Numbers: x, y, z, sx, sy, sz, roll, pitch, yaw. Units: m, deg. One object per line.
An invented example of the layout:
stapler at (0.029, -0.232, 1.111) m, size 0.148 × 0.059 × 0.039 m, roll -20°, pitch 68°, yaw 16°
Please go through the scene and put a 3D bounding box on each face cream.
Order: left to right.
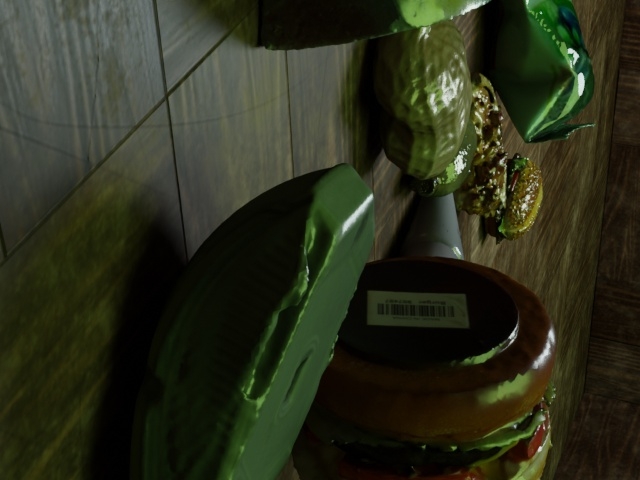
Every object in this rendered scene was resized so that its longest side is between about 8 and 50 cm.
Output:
face cream at (0.173, -0.007, 1.951) m, size 0.273 × 0.096 × 0.154 m, roll -76°, pitch 163°, yaw -51°

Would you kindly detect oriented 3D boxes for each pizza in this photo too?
pizza at (0.262, -0.143, 2.106) m, size 0.305 × 0.086 × 0.161 m, roll 79°, pitch 30°, yaw -46°

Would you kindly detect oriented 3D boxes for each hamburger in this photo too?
hamburger at (0.117, 0.183, 1.532) m, size 0.330 × 0.330 × 0.250 m, roll -49°, pitch 146°, yaw -55°
hamburger at (0.366, -0.078, 2.433) m, size 0.137 × 0.087 × 0.166 m, roll 76°, pitch 32°, yaw -51°

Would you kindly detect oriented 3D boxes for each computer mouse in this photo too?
computer mouse at (-0.086, 0.115, 1.193) m, size 0.428 × 0.146 × 0.228 m, roll -67°, pitch 169°, yaw 5°

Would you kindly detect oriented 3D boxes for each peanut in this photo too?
peanut at (0.133, -0.196, 1.671) m, size 0.233 × 0.110 × 0.196 m, roll 76°, pitch 32°, yaw -55°

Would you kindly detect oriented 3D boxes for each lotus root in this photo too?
lotus root at (0.183, -0.118, 1.904) m, size 0.183 × 0.077 × 0.090 m, roll -58°, pitch 152°, yaw -48°

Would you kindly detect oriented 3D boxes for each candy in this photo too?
candy at (0.365, -0.362, 2.166) m, size 0.263 × 0.172 × 0.397 m, roll -41°, pitch 126°, yaw -67°

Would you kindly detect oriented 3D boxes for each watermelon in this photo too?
watermelon at (0.028, -0.298, 1.315) m, size 0.261 × 0.201 × 0.213 m, roll 53°, pitch 33°, yaw -5°
